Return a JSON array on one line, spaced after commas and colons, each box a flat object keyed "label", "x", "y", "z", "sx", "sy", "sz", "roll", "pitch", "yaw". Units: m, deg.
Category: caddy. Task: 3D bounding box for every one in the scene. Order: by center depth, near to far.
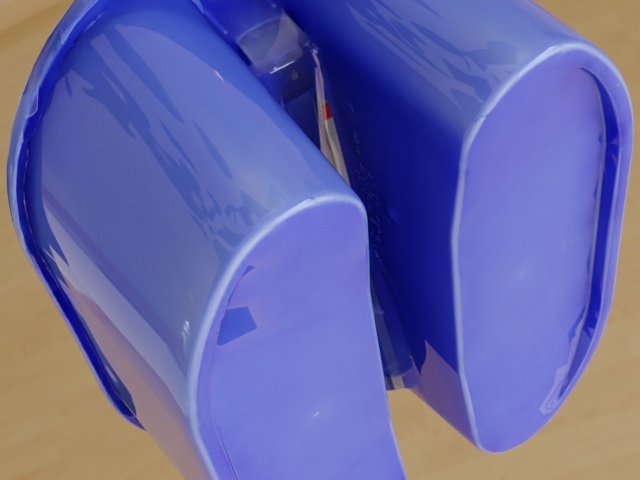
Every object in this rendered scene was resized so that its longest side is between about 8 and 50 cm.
[{"label": "caddy", "x": 0.000, "y": 0.000, "z": 0.491, "sx": 0.241, "sy": 0.341, "sz": 0.179, "roll": -31, "pitch": 52, "yaw": -16}]
